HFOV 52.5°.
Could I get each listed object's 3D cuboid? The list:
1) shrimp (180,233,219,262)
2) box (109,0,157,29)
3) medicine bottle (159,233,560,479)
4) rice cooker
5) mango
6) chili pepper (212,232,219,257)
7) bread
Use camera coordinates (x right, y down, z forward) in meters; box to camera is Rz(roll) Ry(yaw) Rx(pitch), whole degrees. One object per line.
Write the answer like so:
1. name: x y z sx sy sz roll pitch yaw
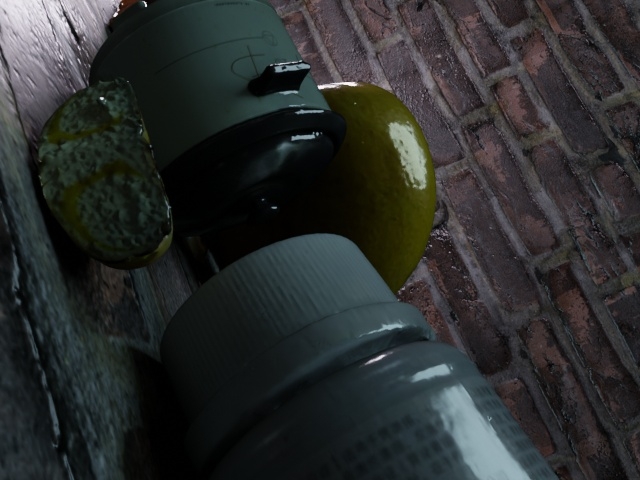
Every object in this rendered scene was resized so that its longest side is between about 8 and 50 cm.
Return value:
1. shrimp: -0.166 -0.012 0.891 0.180 0.041 0.099 73 -3 -73
2. box: -0.226 -0.277 1.146 0.225 0.143 0.341 -114 -178 -61
3. medicine bottle: 0.024 0.171 0.506 0.306 0.245 0.245 56 -6 29
4. rice cooker: -0.108 -0.121 0.694 0.280 0.241 0.227 -40 -107 48
5. mango: 0.000 0.000 0.913 0.220 0.301 0.445 -19 122 -63
6. chili pepper: -0.144 0.010 1.116 0.137 0.091 0.369 45 -26 53
7. bread: -0.155 -0.046 0.487 0.094 0.082 0.157 80 -11 -77
